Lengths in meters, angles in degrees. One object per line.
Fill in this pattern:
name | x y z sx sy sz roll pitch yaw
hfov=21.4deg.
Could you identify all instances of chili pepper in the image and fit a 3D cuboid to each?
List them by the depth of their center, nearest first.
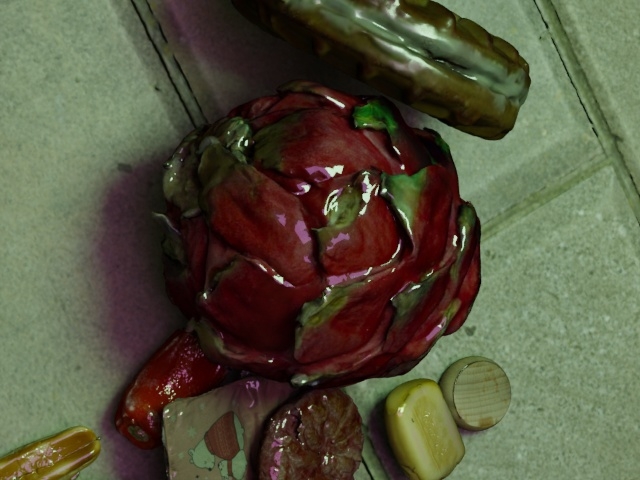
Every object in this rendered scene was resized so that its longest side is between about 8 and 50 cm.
chili pepper | -0.156 0.152 1.716 0.070 0.073 0.123 30 68 23

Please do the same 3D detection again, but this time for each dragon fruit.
dragon fruit | 0.002 -0.001 1.666 0.329 0.329 0.329 1 87 -24

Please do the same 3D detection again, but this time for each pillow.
pillow | -0.068 0.196 1.735 0.248 0.049 0.135 -18 104 -41

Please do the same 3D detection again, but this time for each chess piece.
chess piece | 0.171 0.169 1.876 0.083 0.038 0.084 1 87 -26

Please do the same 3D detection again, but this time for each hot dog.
hot dog | -0.275 0.225 1.677 0.133 0.041 0.056 -24 89 -18

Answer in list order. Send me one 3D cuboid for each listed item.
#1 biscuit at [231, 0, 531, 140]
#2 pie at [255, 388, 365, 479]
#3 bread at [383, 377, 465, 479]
biscuit | 0.061 -0.205 1.700 0.332 0.332 0.103 24 97 -21
pie | -0.009 0.223 1.741 0.154 0.036 0.154 -7 99 -47
bread | 0.105 0.206 1.834 0.082 0.056 0.115 -39 112 -32
